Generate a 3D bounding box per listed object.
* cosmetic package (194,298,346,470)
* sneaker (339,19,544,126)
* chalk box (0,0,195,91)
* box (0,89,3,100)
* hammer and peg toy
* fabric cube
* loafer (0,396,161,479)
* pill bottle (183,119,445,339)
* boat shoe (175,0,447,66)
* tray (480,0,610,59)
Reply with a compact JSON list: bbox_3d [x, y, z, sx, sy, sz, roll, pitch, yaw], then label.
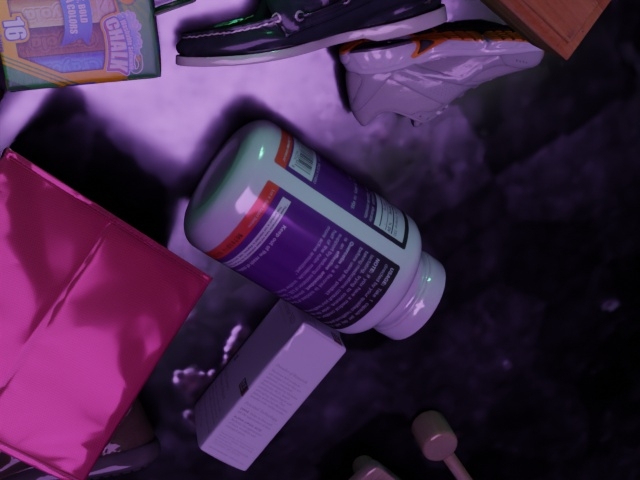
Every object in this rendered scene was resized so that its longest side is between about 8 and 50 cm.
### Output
[{"bbox_3d":[-0.075,0.193,1.091,0.085,0.117,0.231,33,99,-22],"label":"cosmetic package"},{"bbox_3d":[0.156,-0.211,1.010,0.262,0.099,0.121,-6,119,-2],"label":"sneaker"},{"bbox_3d":[-0.246,-0.251,0.878,0.213,0.132,0.132,-6,111,-8],"label":"chalk box"},{"bbox_3d":[-0.454,-0.107,0.751,0.191,0.381,0.143,35,100,-22],"label":"box"},{"bbox_3d":[0.122,0.463,1.228,0.361,0.127,0.266,-45,113,6],"label":"hammer and peg toy"},{"bbox_3d":[-0.319,0.075,0.886,0.259,0.254,0.258,35,79,-20],"label":"fabric cube"},{"bbox_3d":[-0.408,0.269,1.059,0.365,0.134,0.130,-6,85,-20],"label":"loafer"},{"bbox_3d":[0.000,0.000,0.999,0.323,0.181,0.181,33,101,-21],"label":"pill bottle"},{"bbox_3d":[-0.012,-0.282,0.919,0.340,0.127,0.113,-13,113,-9],"label":"boat shoe"},{"bbox_3d":[0.155,-0.356,0.707,0.410,0.076,0.203,26,105,-35],"label":"tray"}]
